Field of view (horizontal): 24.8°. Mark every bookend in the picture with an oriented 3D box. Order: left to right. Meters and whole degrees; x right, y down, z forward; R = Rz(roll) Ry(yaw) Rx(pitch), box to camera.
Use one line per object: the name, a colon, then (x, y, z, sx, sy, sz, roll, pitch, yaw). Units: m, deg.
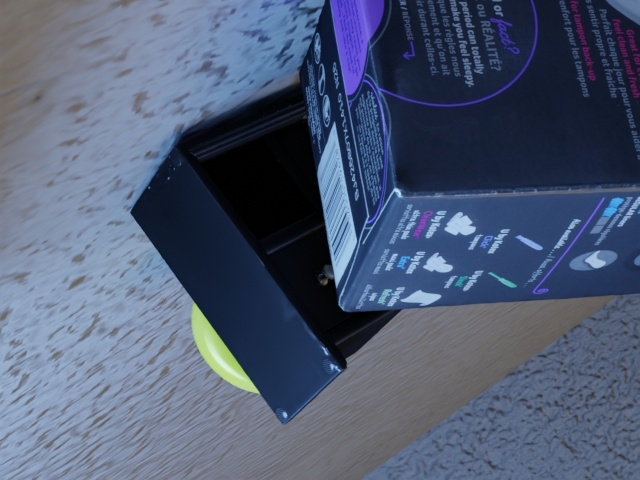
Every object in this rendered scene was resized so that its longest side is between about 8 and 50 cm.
bookend: (0.000, 0.000, 0.860, 0.156, 0.157, 0.072, -26, 165, -41)

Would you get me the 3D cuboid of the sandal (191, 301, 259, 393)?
sandal: (0.033, -0.018, 1.016, 0.317, 0.126, 0.138, -35, -176, -14)

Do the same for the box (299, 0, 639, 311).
box: (0.140, -0.067, 0.793, 0.270, 0.165, 0.143, -2, 155, -13)
